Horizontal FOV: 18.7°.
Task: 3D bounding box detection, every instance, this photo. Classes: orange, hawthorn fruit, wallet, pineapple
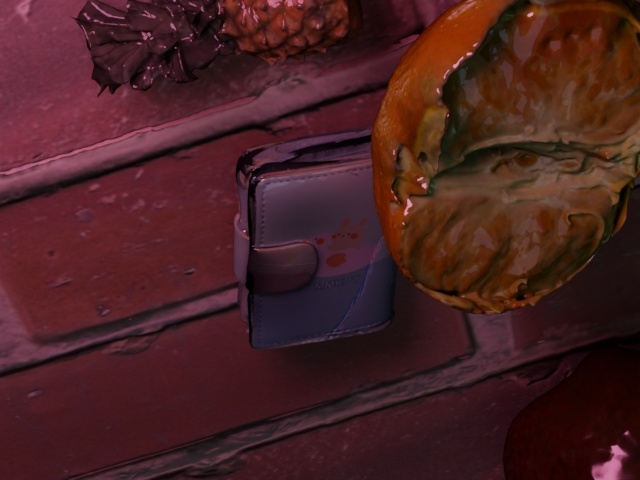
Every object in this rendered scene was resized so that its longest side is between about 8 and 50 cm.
[{"bbox_3d":[0.168,-0.103,1.794,0.262,0.196,0.334,-20,139,-31],"label":"orange"},{"bbox_3d":[0.368,0.274,2.184,0.308,0.325,0.308,-6,109,-19],"label":"hawthorn fruit"},{"bbox_3d":[0.000,0.000,1.953,0.176,0.075,0.250,-9,136,-13],"label":"wallet"},{"bbox_3d":[-0.090,-0.199,1.694,0.248,0.128,0.128,-16,138,9],"label":"pineapple"}]
